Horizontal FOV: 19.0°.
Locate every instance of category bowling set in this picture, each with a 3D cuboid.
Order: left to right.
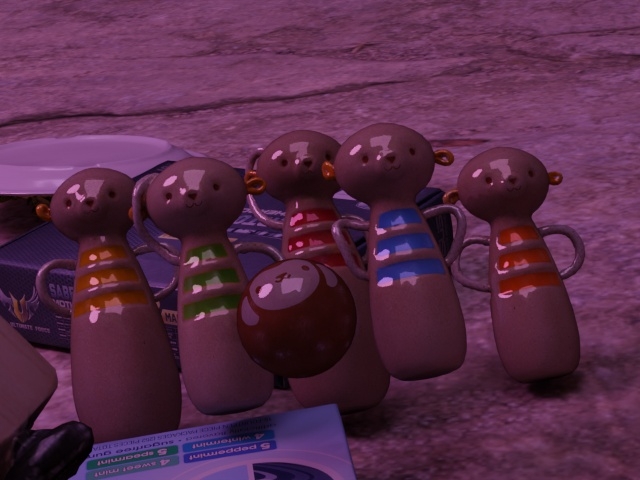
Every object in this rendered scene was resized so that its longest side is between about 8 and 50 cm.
[{"bbox_3d":[0.000,0.000,0.936,0.287,0.154,0.200,-9,-13,-5],"label":"bowling set"}]

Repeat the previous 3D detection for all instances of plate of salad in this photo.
[{"bbox_3d":[-0.179,-0.043,1.398,0.200,0.048,0.200,-1,12,0],"label":"plate of salad"}]

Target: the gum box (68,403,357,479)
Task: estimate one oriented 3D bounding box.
[{"bbox_3d":[-0.057,0.137,0.845,0.157,0.041,0.184,-9,20,-2],"label":"gum box"}]

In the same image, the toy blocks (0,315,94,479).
[{"bbox_3d":[-0.095,0.226,0.318,0.288,0.309,0.260,-43,-5,-45],"label":"toy blocks"}]

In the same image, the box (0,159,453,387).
[{"bbox_3d":[-0.063,0.014,1.168,0.233,0.059,0.183,7,26,37],"label":"box"}]
